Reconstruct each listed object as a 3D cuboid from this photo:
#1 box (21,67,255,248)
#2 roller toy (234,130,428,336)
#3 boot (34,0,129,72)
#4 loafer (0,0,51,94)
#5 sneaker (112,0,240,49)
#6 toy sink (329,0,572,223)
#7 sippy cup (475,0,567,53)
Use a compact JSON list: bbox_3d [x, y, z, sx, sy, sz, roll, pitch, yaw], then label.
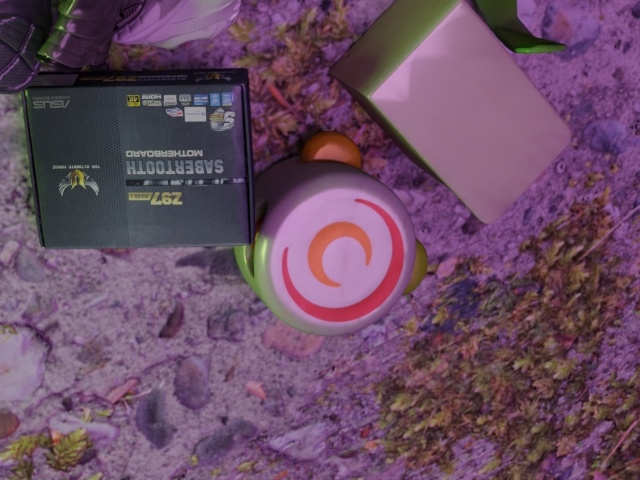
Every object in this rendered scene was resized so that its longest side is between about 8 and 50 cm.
[{"bbox_3d":[-0.186,-0.084,1.398,0.232,0.059,0.184,0,116,1],"label":"box"},{"bbox_3d":[0.000,0.000,1.526,0.191,0.146,0.209,-34,113,-6],"label":"roller toy"},{"bbox_3d":[-0.220,-0.228,1.226,0.083,0.246,0.161,26,99,8],"label":"boot"},{"bbox_3d":[-0.292,-0.280,1.297,0.096,0.084,0.268,13,103,-36],"label":"loafer"},{"bbox_3d":[-0.110,-0.263,1.349,0.115,0.232,0.090,12,64,-47],"label":"sneaker"},{"bbox_3d":[0.151,-0.159,1.536,0.153,0.131,0.234,-47,119,0],"label":"toy sink"},{"bbox_3d":[0.248,-0.369,1.429,0.240,0.224,0.305,-39,123,-5],"label":"sippy cup"}]
